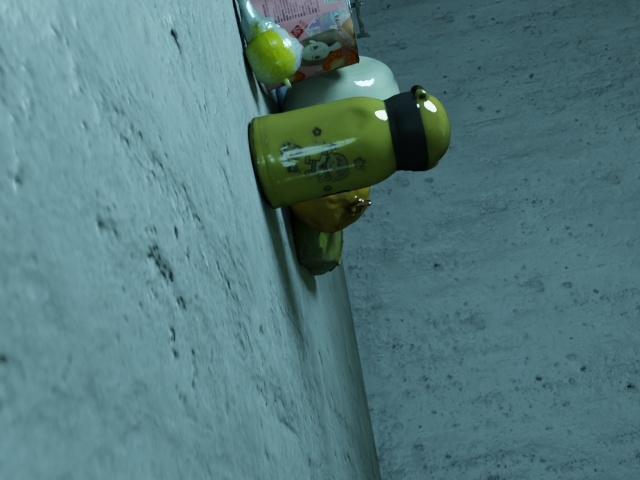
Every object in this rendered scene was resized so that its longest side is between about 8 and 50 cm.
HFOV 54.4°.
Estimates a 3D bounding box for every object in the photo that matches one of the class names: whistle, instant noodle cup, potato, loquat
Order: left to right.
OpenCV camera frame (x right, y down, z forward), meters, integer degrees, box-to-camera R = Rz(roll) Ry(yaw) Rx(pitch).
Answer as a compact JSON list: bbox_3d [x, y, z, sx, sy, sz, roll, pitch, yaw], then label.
[{"bbox_3d":[-0.107,-0.409,1.251,0.223,0.123,0.123,64,5,-3],"label":"whistle"},{"bbox_3d":[-0.043,-0.473,1.408,0.243,0.231,0.243,-12,90,-87],"label":"instant noodle cup"},{"bbox_3d":[0.000,0.000,1.547,0.255,0.112,0.269,-86,162,-71],"label":"potato"},{"bbox_3d":[0.006,-0.132,1.393,0.238,0.193,0.238,52,2,-3],"label":"loquat"}]

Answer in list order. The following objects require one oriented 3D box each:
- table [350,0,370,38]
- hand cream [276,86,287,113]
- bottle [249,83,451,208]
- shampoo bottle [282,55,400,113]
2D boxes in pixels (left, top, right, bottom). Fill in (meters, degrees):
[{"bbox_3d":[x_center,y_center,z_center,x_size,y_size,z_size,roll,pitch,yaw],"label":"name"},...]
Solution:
[{"bbox_3d":[0.003,-0.793,2.021,0.335,0.272,0.222,-92,170,-52],"label":"table"},{"bbox_3d":[-0.098,-0.411,1.732,0.091,0.058,0.271,-61,144,-75],"label":"hand cream"},{"bbox_3d":[0.059,-0.172,1.127,0.171,0.351,0.171,-11,90,-85],"label":"bottle"},{"bbox_3d":[0.058,-0.320,1.625,0.322,0.322,0.317,-94,-178,-61],"label":"shampoo bottle"}]
